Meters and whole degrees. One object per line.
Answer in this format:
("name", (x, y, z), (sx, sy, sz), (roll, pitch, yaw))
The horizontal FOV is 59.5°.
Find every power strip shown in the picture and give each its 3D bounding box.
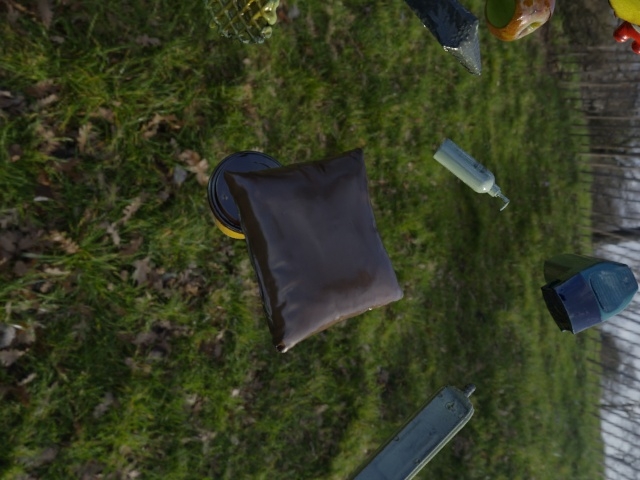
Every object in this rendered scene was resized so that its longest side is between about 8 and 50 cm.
("power strip", (0.192, 0.436, 1.184), (0.387, 0.092, 0.066), (-39, 158, -15))

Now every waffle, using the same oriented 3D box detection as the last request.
("waffle", (-0.156, -0.478, 1.088), (0.036, 0.169, 0.184), (-43, 152, -54))

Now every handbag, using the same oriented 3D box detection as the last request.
("handbag", (0.267, -0.489, 1.248), (0.270, 0.088, 0.175), (55, 13, 14))

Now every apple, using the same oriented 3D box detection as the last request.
("apple", (0.481, -0.576, 1.357), (0.146, 0.163, 0.147), (-21, 82, -28))

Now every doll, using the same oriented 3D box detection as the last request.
("doll", (0.778, -0.528, 1.257), (0.076, 0.142, 0.245), (-60, -179, -30))

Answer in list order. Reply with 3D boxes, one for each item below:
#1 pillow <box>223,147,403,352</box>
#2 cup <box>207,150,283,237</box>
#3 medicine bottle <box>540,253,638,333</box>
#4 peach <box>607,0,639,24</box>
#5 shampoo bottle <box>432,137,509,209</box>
("pillow", (0.000, 0.000, 0.985), (0.305, 0.108, 0.308), (-18, 92, -38))
("cup", (-0.180, -0.092, 1.341), (0.279, 0.196, 0.197), (149, -45, -72))
("medicine bottle", (0.401, 0.070, 0.883), (0.079, 0.124, 0.258), (63, 11, 1))
("peach", (0.554, -0.444, 0.900), (0.267, 0.154, 0.159), (19, 113, -46))
("shampoo bottle", (0.341, -0.147, 1.241), (0.056, 0.195, 0.056), (-49, 173, -8))
